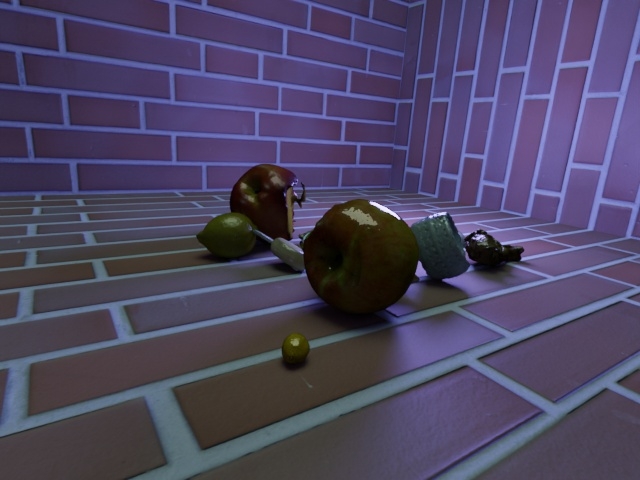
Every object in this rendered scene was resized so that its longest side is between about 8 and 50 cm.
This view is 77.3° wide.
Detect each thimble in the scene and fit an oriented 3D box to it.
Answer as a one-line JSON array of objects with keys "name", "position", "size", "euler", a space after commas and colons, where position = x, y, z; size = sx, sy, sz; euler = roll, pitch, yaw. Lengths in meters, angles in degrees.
[{"name": "thimble", "position": [0.442, 0.029, 1.503], "size": [0.172, 0.250, 0.205], "euler": [-23, 3, 23]}]

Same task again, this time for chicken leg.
[{"name": "chicken leg", "position": [0.753, 0.040, 1.787], "size": [0.211, 0.140, 0.361], "euler": [41, 24, 33]}]

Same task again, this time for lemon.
[{"name": "lemon", "position": [-0.057, 0.245, 0.916], "size": [0.065, 0.065, 0.092], "euler": [6, 24, 8]}, {"name": "lemon", "position": [-0.367, -0.019, 1.608], "size": [0.248, 0.184, 0.184], "euler": [-11, 19, -21]}]

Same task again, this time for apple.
[{"name": "apple", "position": [0.123, 0.044, 1.187], "size": [0.339, 0.339, 0.339], "euler": [4, 15, -1]}]

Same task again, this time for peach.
[{"name": "peach", "position": [-0.244, -0.167, 1.814], "size": [0.310, 0.335, 0.406], "euler": [10, -15, 5]}]

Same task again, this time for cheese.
[{"name": "cheese", "position": [-0.155, 0.027, 1.542], "size": [0.249, 0.071, 0.163], "euler": [31, 3, -7]}]

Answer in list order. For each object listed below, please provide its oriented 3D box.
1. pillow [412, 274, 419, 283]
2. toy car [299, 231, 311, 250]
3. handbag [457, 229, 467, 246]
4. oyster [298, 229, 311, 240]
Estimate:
[{"name": "pillow", "position": [0.174, 0.082, 1.478], "size": [0.312, 0.119, 0.310], "euler": [2, 21, -5]}, {"name": "toy car", "position": [-0.001, 0.036, 1.715], "size": [0.126, 0.098, 0.161], "euler": [-35, 64, -26]}, {"name": "handbag", "position": [0.620, -0.011, 2.043], "size": [0.256, 0.079, 0.219], "euler": [-1, 19, -14]}, {"name": "oyster", "position": [0.009, 0.000, 1.850], "size": [0.133, 0.072, 0.209], "euler": [-12, 23, -37]}]
